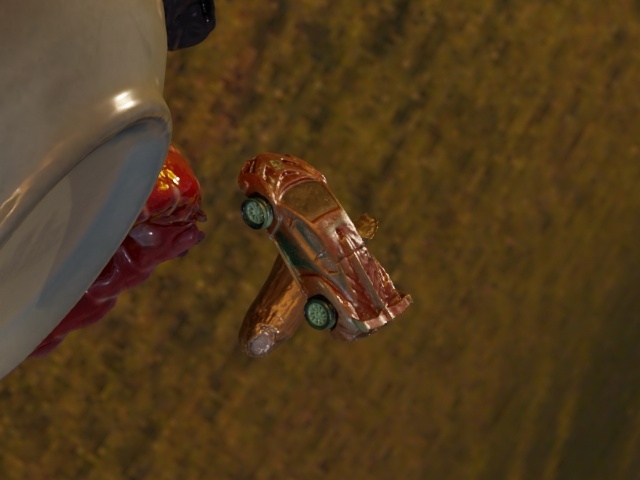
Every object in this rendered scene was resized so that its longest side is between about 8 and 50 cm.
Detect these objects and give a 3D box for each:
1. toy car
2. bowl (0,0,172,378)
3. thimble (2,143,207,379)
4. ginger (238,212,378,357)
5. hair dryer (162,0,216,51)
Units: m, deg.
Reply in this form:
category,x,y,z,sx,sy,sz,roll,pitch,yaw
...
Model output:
category,x,y,z,sx,sy,sz,roll,pitch,yaw
toy car,0.000,0.000,1.094,0.035,0.122,0.059,-33,177,42
bowl,-0.177,-0.036,0.831,0.307,0.163,0.307,-51,171,-11
thimble,-0.168,-0.012,1.064,0.189,0.125,0.163,-36,170,-10
ginger,-0.014,0.023,1.291,0.137,0.057,0.044,-52,140,-19
hair dryer,-0.209,-0.209,1.103,0.302,0.244,0.116,-16,151,-26
